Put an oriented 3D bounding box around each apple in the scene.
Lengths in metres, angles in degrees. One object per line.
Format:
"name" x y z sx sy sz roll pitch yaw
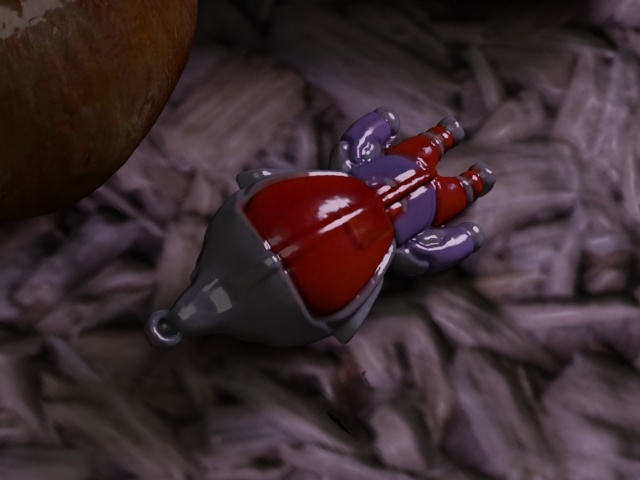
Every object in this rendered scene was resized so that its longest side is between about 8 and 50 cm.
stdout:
"apple" -0.166 -0.114 0.958 0.211 0.188 0.211 2 65 -4

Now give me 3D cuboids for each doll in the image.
"doll" 0.000 0.000 0.988 0.227 0.075 0.102 -33 82 -33
